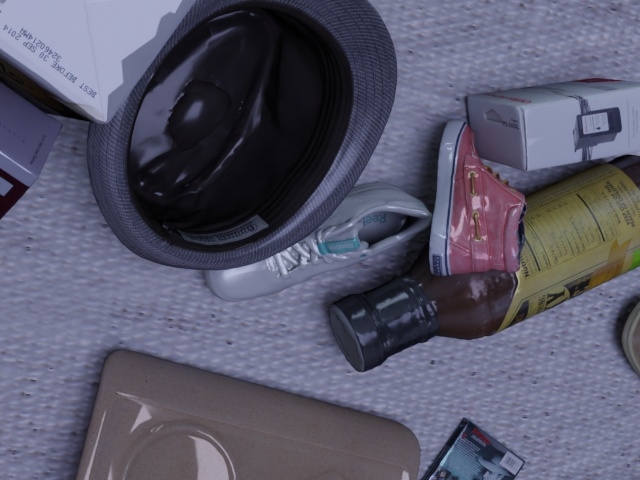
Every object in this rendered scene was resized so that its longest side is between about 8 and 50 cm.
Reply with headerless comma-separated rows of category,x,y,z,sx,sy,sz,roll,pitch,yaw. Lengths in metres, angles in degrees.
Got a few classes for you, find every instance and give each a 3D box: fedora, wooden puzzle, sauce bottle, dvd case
fedora,-0.080,-0.112,1.020,0.243,0.124,0.275,26,99,-34
wooden puzzle,-0.085,0.301,1.097,0.322,0.080,0.348,18,71,-22
sauce bottle,0.173,0.025,1.161,0.344,0.111,0.111,-23,106,-14
dvd case,0.144,0.250,1.237,0.087,0.013,0.119,36,86,-22

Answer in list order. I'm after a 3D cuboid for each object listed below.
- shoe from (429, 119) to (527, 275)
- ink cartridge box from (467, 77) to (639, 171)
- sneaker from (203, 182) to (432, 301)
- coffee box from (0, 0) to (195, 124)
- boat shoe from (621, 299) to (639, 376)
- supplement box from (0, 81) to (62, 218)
shoe,0.147,-0.040,1.111,0.081,0.178,0.063,1,139,12
ink cartridge box,0.229,-0.112,1.157,0.150,0.109,0.063,-11,105,-19
sneaker,0.000,0.000,1.099,0.212,0.094,0.080,-22,107,-16
coffee box,-0.217,-0.182,0.878,0.168,0.297,0.119,37,84,-22
boat shoe,0.444,0.156,1.286,0.302,0.098,0.109,37,85,-22
supplement box,-0.317,-0.035,0.917,0.130,0.073,0.239,37,124,-22
